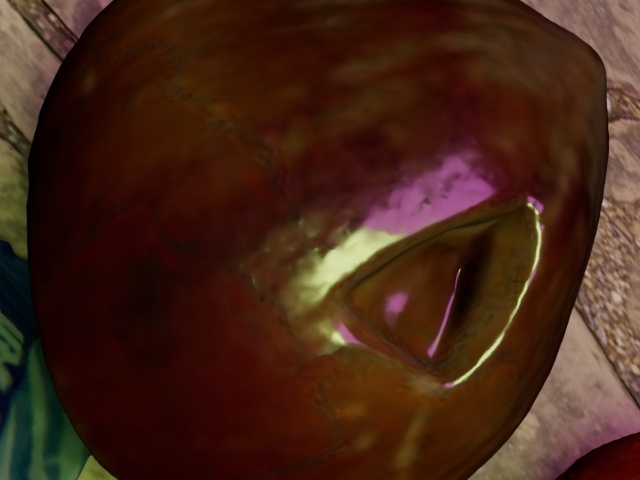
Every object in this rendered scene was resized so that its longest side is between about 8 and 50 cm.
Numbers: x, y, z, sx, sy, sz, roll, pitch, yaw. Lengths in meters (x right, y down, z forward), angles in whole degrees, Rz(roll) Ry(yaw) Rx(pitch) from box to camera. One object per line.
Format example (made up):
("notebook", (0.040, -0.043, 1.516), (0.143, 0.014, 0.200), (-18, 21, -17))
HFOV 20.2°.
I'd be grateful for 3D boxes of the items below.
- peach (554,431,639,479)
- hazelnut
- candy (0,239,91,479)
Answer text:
("peach", (0.294, 0.309, 1.313), (0.416, 0.339, 0.353), (-35, 93, -43))
("hazelnut", (0.000, 0.000, 1.205), (0.402, 0.402, 0.429), (32, 22, -19))
("candy", (-0.242, 0.148, 1.188), (0.187, 0.077, 0.331), (43, 51, -14))
